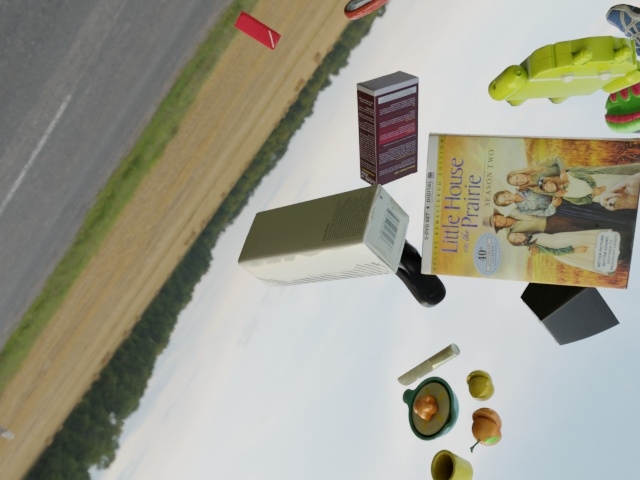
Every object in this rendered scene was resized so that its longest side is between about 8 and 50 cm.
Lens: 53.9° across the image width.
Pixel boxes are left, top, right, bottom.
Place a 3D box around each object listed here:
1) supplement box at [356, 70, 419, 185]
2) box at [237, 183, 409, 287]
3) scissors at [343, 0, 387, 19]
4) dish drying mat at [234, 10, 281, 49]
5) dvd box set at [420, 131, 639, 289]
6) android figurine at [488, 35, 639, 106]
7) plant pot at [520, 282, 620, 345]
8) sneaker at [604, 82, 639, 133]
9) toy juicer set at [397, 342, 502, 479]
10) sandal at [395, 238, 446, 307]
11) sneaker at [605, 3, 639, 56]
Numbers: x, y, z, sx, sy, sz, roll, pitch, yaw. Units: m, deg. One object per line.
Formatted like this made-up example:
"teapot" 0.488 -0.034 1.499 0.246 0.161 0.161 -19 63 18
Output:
"supplement box" 0.157 -0.256 1.457 0.130 0.239 0.073 -22 -144 -26
"box" 0.000 0.000 1.024 0.275 0.094 0.113 -9 -129 42
"scissors" 0.164 -0.442 0.996 0.297 0.021 0.109 -18 -134 30
"dish drying mat" -0.114 -0.380 1.139 0.032 0.083 0.008 -57 -176 24
"dvd box set" 0.427 -0.066 1.308 0.062 0.420 0.308 -44 137 -72
"android figurine" 0.423 -0.284 1.078 0.273 0.248 0.056 165 -79 -84
"plant pot" 0.676 0.177 1.749 0.167 0.187 0.188 -40 -154 8
"sneaker" 0.961 -0.349 1.575 0.483 0.202 0.185 21 -70 61
"toy juicer set" 0.256 0.325 1.312 0.209 0.089 0.329 -56 -151 20
"sandal" 0.189 0.038 1.420 0.097 0.254 0.054 -42 171 -29
"sneaker" 0.650 -0.413 1.265 0.211 0.080 0.081 54 -53 46
